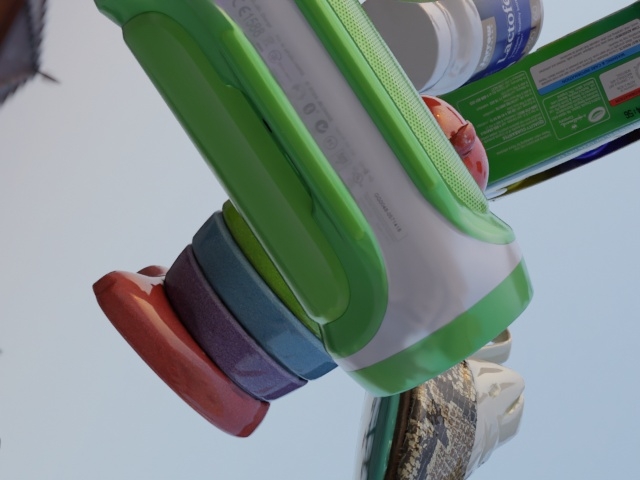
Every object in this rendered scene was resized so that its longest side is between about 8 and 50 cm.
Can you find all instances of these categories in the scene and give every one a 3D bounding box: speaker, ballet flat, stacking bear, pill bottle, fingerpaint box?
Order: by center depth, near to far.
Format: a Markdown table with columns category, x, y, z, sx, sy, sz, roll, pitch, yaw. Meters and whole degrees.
| category | x | y | z | sx | sy | sz | roll | pitch | yaw |
| --- | --- | --- | --- | --- | --- | --- | --- | --- | --- |
| speaker | -0.008 | -0.066 | 0.850 | 0.131 | 0.296 | 0.131 | -33 | -174 | 4 |
| stacking bear | 0.000 | 0.000 | 1.188 | 0.289 | 0.164 | 0.175 | -41 | 175 | 8 |
| ballet flat | 0.105 | 0.108 | 1.517 | 0.483 | 0.182 | 0.164 | -98 | -159 | -53 |
| pill bottle | 0.151 | -0.259 | 1.899 | 0.264 | 0.153 | 0.153 | -28 | 163 | -53 |
| fingerpaint box | 0.366 | -0.193 | 2.345 | 0.445 | 0.163 | 0.371 | -24 | 175 | 24 |

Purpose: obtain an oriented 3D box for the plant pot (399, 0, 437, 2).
| category | x | y | z | sx | sy | sz | roll | pitch | yaw |
| --- | --- | --- | --- | --- | --- | --- | --- | --- | --- |
| plant pot | 0.011 | -0.369 | 1.346 | 0.293 | 0.275 | 0.275 | 28 | -90 | 49 |
